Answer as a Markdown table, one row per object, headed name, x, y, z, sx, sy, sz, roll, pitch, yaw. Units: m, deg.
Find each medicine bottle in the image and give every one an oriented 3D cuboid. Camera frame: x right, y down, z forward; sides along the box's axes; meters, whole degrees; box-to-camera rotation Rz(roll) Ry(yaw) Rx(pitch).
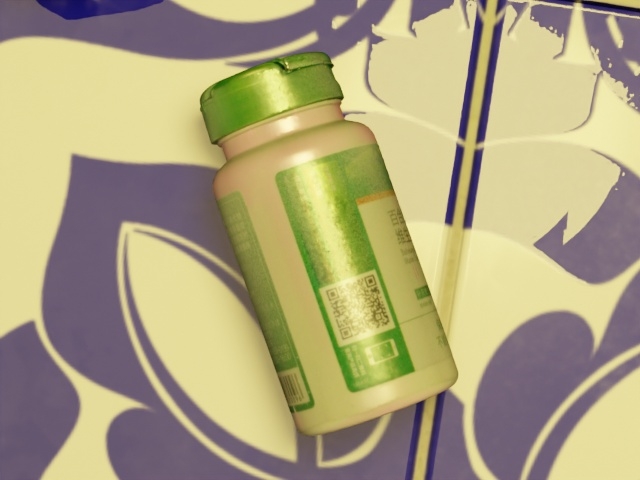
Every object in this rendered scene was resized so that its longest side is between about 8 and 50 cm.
| name | x | y | z | sx | sy | sz | roll | pitch | yaw |
| --- | --- | --- | --- | --- | --- | --- | --- | --- | --- |
| medicine bottle | 0.000 | 0.000 | 1.294 | 0.133 | 0.133 | 0.274 | -20 | 89 | 0 |
